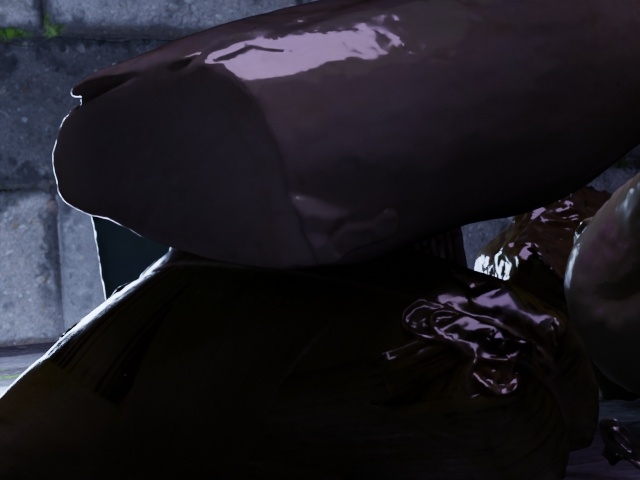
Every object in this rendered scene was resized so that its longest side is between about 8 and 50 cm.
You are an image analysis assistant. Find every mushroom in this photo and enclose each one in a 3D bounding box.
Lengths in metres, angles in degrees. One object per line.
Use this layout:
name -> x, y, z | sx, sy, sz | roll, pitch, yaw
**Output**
mushroom -> 0.070, -0.074, 0.905 | 0.407, 0.137, 0.154 | -16, 10, -27

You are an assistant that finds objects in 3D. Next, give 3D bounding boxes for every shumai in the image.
shumai -> 0.198, 0.069, 1.354 | 0.185, 0.184, 0.218 | -51, -8, 35

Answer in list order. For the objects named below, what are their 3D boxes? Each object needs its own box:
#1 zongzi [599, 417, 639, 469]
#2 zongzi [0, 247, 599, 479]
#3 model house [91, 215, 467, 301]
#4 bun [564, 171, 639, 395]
zongzi -> 0.384, 0.064, 0.672 | 0.418, 0.181, 0.447 | 33, 44, 23
zongzi -> -0.041, 0.105, 0.865 | 0.300, 0.145, 0.274 | -34, 32, -29
model house -> 0.000, 0.000, 1.215 | 0.249, 0.280, 0.230 | -11, 6, -38
bun -> 0.344, 0.014, 1.120 | 0.361, 0.213, 0.361 | -21, -20, -8
